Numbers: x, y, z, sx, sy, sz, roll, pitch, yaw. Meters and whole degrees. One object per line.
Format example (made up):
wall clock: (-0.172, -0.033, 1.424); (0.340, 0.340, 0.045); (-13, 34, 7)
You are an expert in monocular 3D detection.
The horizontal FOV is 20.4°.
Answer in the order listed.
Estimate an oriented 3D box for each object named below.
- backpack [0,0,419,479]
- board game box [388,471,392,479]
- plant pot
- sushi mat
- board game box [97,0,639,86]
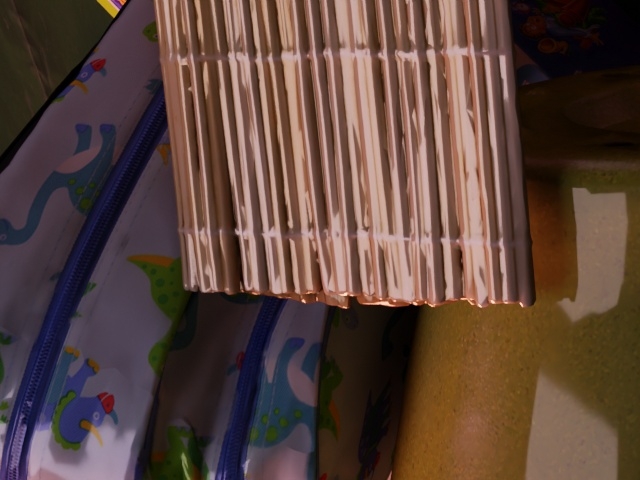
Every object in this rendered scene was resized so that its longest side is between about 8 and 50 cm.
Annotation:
backpack: (-0.044, 0.013, 0.847); (0.273, 0.355, 0.290); (34, 139, 20)
board game box: (-0.045, 0.172, 1.468); (0.303, 0.224, 0.097); (67, 162, -2)
plant pot: (0.176, 0.111, 0.742); (0.366, 0.366, 0.353); (21, 120, 62)
sushi mat: (-0.005, -0.129, 0.632); (0.151, 0.019, 0.317); (-1, 101, 30)
board game box: (0.009, -0.137, 1.043); (0.347, 0.078, 0.233); (46, 144, 15)
